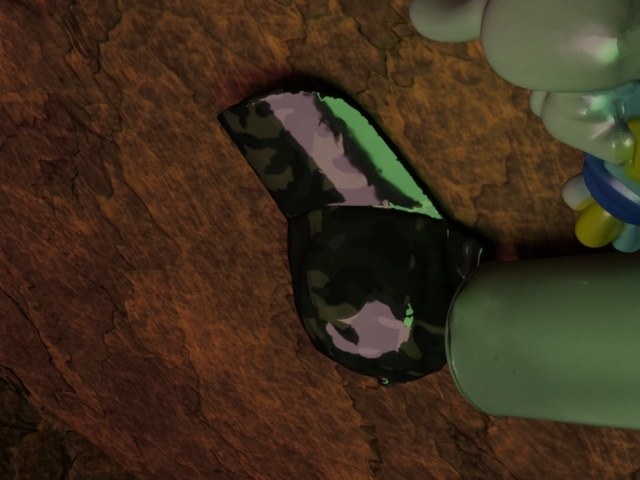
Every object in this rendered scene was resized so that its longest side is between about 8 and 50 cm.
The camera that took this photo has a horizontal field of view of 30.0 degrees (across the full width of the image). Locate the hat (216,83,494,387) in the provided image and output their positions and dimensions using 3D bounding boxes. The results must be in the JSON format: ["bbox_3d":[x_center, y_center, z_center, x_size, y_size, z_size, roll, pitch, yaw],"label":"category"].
[{"bbox_3d":[0.000,0.000,1.556,0.381,0.257,0.366,34,149,-25],"label":"hat"}]

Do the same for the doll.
[{"bbox_3d":[0.291,-0.148,1.101,0.366,0.187,0.376,55,168,-18],"label":"doll"}]

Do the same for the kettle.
[{"bbox_3d":[0.340,0.111,1.370,0.318,0.265,0.205,-7,92,48],"label":"kettle"}]
